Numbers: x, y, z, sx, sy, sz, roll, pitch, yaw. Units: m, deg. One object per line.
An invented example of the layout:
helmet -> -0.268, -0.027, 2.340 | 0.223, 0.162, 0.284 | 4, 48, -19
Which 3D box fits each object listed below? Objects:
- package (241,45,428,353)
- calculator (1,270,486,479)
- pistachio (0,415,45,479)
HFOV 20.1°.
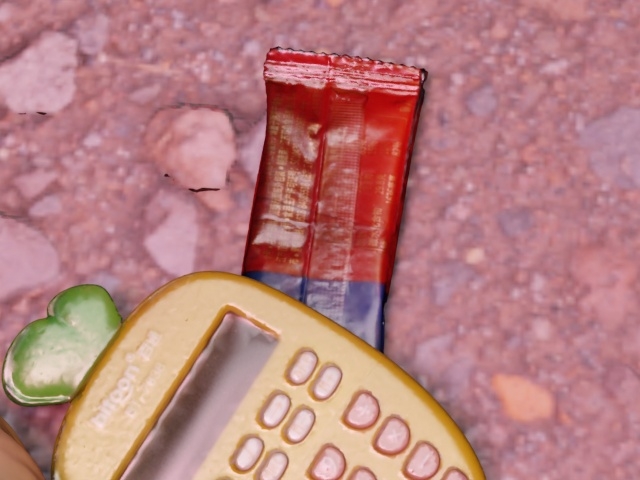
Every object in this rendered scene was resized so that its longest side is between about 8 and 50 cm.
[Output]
package -> 0.000, 0.000, 0.872 | 0.083, 0.022, 0.200 | 6, 68, 5
calculator -> -0.034, 0.097, 0.812 | 0.235, 0.032, 0.146 | 31, 79, 10
pistachio -> -0.201, 0.114, 0.766 | 0.200, 0.117, 0.145 | 30, 47, 10
